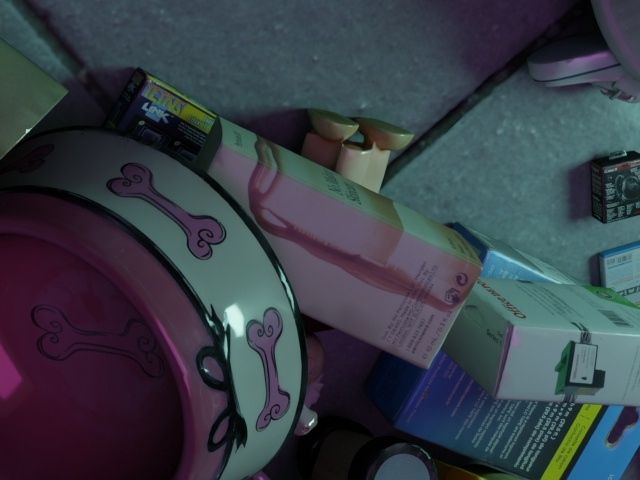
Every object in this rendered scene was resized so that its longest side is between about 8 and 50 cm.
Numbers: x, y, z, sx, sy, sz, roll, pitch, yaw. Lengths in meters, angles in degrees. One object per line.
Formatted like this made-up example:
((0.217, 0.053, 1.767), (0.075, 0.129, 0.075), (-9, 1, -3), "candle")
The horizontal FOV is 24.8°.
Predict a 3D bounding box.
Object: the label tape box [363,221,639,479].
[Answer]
((0.254, 0.156, 1.773), (0.333, 0.106, 0.241), (24, 99, -27), "label tape box")

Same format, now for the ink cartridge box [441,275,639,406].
((0.259, 0.110, 1.609), (0.219, 0.160, 0.093), (5, 106, -22), "ink cartridge box")

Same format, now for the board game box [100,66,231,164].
((-0.158, -0.082, 1.559), (0.170, 0.048, 0.141), (30, 95, -28), "board game box")

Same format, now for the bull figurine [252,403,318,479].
((-0.141, 0.233, 1.618), (0.310, 0.101, 0.188), (-8, 116, 13), "bull figurine")

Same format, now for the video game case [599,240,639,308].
((0.414, 0.077, 1.856), (0.119, 0.015, 0.166), (-16, 115, -15), "video game case")

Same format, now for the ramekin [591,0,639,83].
((0.439, -0.292, 1.601), (0.272, 0.127, 0.273), (3, 83, -24), "ramekin")

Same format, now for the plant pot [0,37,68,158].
((-0.420, -0.148, 1.342), (0.256, 0.256, 0.274), (-43, 102, 0), "plant pot")

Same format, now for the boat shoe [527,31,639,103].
((0.361, -0.200, 1.682), (0.258, 0.095, 0.084), (-12, 110, -15), "boat shoe")

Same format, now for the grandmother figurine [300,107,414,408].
((-0.009, 0.029, 1.632), (0.207, 0.104, 0.342), (9, 104, -15), "grandmother figurine")

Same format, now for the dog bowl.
((-0.223, 0.104, 1.408), (0.150, 0.408, 0.408), (-41, 130, -52), "dog bowl")

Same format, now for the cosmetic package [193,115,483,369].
((0.000, 0.000, 1.497), (0.296, 0.153, 0.129), (24, 102, -13), "cosmetic package")

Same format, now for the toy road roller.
((0.103, 0.362, 1.712), (0.329, 0.202, 0.241), (22, 84, -24), "toy road roller")

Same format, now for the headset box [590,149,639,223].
((0.363, -0.069, 1.769), (0.062, 0.032, 0.083), (-14, 114, -16), "headset box")
